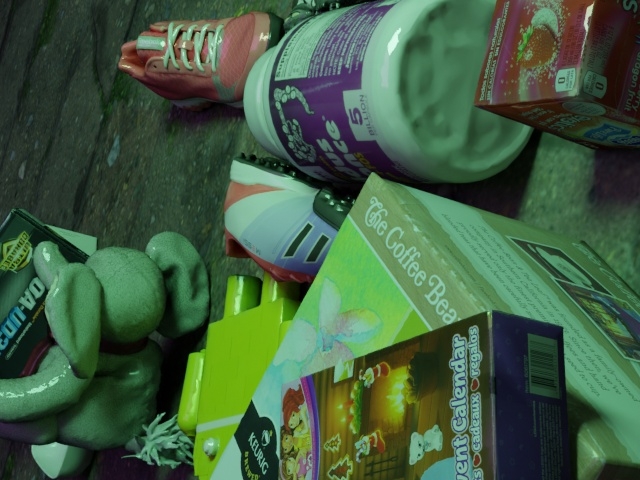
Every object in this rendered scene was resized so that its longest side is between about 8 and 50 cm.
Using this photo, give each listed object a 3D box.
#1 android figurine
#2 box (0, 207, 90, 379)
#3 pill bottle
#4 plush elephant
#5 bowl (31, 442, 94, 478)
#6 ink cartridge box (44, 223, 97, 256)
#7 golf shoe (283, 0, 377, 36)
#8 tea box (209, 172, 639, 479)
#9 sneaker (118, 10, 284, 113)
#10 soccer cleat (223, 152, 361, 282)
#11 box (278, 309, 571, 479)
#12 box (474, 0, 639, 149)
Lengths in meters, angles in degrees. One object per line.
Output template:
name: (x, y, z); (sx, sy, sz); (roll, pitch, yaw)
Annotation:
android figurine: (-0.077, 0.160, 1.384); (0.248, 0.056, 0.273); (-20, 57, 55)
box: (-0.419, 0.091, 1.825); (0.220, 0.175, 0.051); (-54, 1, 2)
pill bottle: (0.050, -0.135, 1.194); (0.301, 0.169, 0.169); (4, 80, 60)
plush elephant: (-0.275, 0.111, 1.542); (0.330, 0.272, 0.256); (11, 99, 31)
bowl: (-0.344, 0.253, 1.790); (0.142, 0.053, 0.142); (19, 94, 60)
ink cartridge box: (-0.395, 0.066, 1.930); (0.092, 0.089, 0.143); (-39, 45, 46)
golf shoe: (0.023, -0.274, 1.402); (0.198, 0.077, 0.094); (-3, 73, 58)
tea box: (0.108, 0.184, 0.887); (0.324, 0.220, 0.329); (-62, 32, 19)
sneaker: (-0.159, -0.226, 1.626); (0.314, 0.136, 0.116); (-5, 73, 59)
soccer cleat: (0.000, 0.000, 1.271); (0.318, 0.108, 0.116); (26, 106, 54)
box: (0.049, 0.203, 0.700); (0.201, 0.057, 0.293); (-27, 55, 51)
box: (0.223, -0.206, 0.975); (0.122, 0.128, 0.257); (3, 79, 60)
